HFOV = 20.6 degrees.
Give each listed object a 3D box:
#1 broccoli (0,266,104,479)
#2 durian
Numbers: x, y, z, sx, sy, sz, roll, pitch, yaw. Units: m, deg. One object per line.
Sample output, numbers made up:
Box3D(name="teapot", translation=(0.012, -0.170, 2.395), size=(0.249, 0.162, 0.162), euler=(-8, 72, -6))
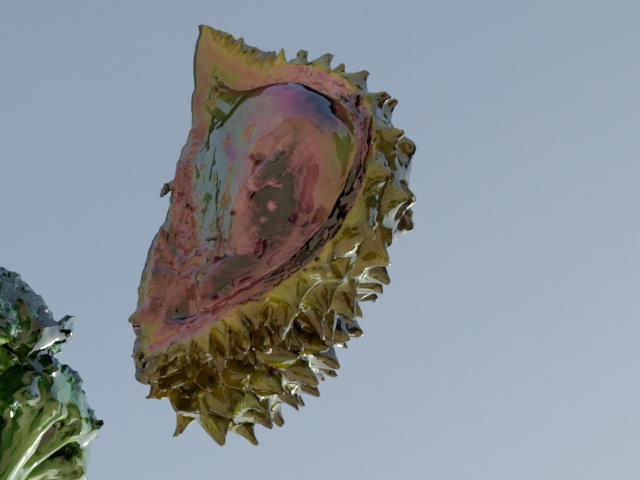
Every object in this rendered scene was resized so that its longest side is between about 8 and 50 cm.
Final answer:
Box3D(name="broccoli", translation=(-0.269, 0.126, 0.978), size=(0.269, 0.254, 0.269), euler=(-13, -120, 23))
Box3D(name="durian", translation=(0.002, -0.001, 0.747), size=(0.108, 0.187, 0.119), euler=(-17, -40, 37))
